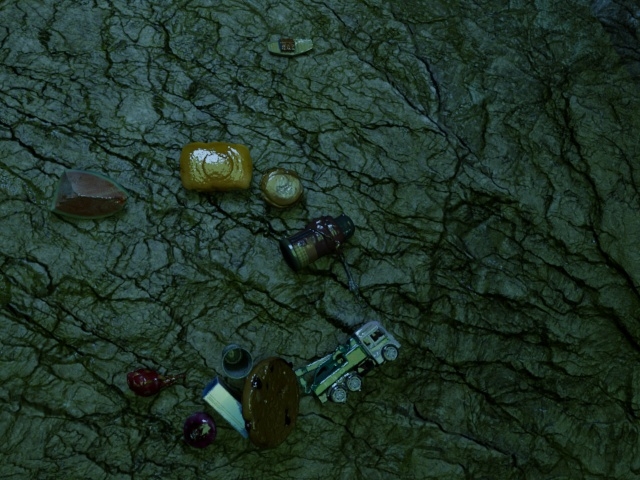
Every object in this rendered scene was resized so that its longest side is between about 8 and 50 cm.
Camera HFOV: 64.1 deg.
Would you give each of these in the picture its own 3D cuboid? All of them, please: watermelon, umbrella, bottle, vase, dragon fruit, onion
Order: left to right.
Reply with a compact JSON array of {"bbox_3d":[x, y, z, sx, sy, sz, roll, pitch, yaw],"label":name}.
[{"bbox_3d":[-0.754,-0.162,1.684,0.231,0.128,0.146,3,55,-26],"label":"watermelon"},{"bbox_3d":[-0.536,0.466,1.669,0.191,0.094,0.094,9,82,-24],"label":"dragon fruit"},{"bbox_3d":[-0.396,0.624,1.675,0.115,0.104,0.115,-1,82,4],"label":"onion"},{"bbox_3d":[-0.278,0.384,1.665,0.096,0.219,0.096,1,85,-13],"label":"vase"},{"bbox_3d":[0.000,0.000,1.810,0.271,0.143,0.156,-27,91,-15],"label":"bottle"},{"bbox_3d":[0.101,0.130,1.879,0.044,0.044,0.268,-28,83,23],"label":"umbrella"}]

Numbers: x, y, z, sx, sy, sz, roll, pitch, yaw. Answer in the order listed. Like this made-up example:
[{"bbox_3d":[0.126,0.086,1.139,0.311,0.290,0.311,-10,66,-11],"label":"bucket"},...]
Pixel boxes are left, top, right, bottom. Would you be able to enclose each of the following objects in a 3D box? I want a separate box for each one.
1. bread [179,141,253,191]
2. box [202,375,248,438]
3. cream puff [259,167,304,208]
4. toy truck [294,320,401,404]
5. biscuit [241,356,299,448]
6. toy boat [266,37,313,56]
[{"bbox_3d":[-0.359,-0.250,1.764,0.246,0.121,0.173,0,83,-15],"label":"bread"},{"bbox_3d":[-0.295,0.548,1.685,0.194,0.139,0.073,46,77,-5],"label":"box"},{"bbox_3d":[-0.139,-0.185,1.810,0.165,0.115,0.150,40,84,-16],"label":"cream puff"},{"bbox_3d":[0.102,0.431,1.779,0.364,0.176,0.178,-33,80,-13],"label":"toy truck"},{"bbox_3d":[-0.162,0.516,1.638,0.075,0.296,0.295,-9,85,29],"label":"biscuit"},{"bbox_3d":[-0.114,-0.719,1.897,0.172,0.066,0.065,-7,83,-14],"label":"toy boat"}]
